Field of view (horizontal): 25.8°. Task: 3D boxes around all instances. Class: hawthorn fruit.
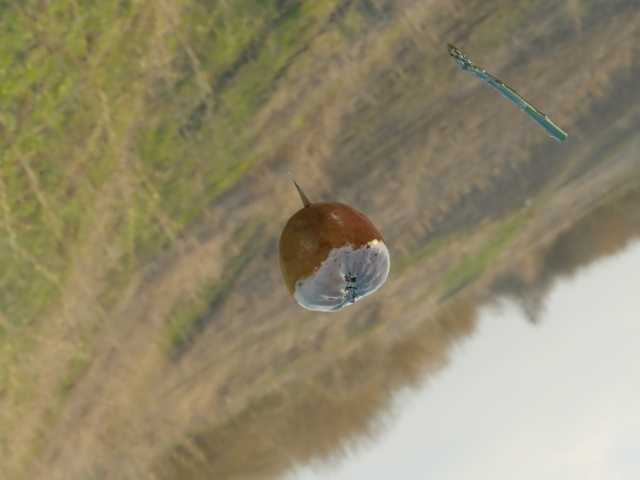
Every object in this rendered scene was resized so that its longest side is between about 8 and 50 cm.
[{"bbox_3d":[0.015,0.010,1.872,0.149,0.189,0.149,-4,135,-4],"label":"hawthorn fruit"}]

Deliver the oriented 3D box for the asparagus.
[{"bbox_3d":[0.190,-0.150,1.432,0.016,0.163,0.016,-55,-162,4],"label":"asparagus"}]
